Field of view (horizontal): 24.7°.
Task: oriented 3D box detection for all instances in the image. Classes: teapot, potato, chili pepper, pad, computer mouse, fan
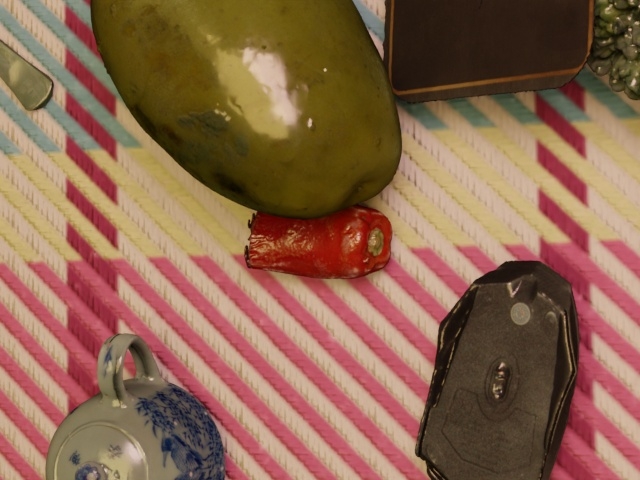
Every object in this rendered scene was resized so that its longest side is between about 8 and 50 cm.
[{"bbox_3d":[-0.174,0.197,1.281,0.159,0.159,0.232,5,88,16],"label":"teapot"},{"bbox_3d":[-0.061,-0.151,1.239,0.216,0.216,0.304,-47,67,9],"label":"potato"},{"bbox_3d":[0.000,0.000,1.285,0.123,0.073,0.070,6,130,19],"label":"chili pepper"},{"bbox_3d":[0.094,-0.303,1.191,0.315,0.063,0.375,-1,86,53],"label":"pad"},{"bbox_3d":[0.160,0.129,1.230,0.126,0.071,0.231,16,100,29],"label":"computer mouse"},{"bbox_3d":[-0.328,-0.198,1.419,0.193,0.016,0.038,44,96,13],"label":"fan"}]

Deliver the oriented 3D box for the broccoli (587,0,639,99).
[{"bbox_3d":[0.320,-0.243,1.150,0.245,0.248,0.288,17,114,-14],"label":"broccoli"}]
